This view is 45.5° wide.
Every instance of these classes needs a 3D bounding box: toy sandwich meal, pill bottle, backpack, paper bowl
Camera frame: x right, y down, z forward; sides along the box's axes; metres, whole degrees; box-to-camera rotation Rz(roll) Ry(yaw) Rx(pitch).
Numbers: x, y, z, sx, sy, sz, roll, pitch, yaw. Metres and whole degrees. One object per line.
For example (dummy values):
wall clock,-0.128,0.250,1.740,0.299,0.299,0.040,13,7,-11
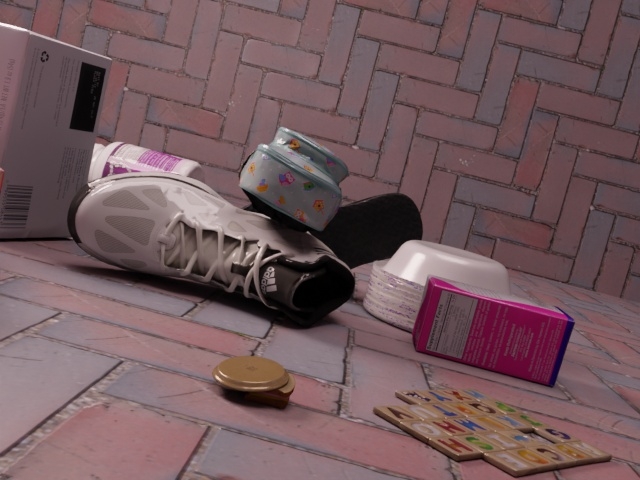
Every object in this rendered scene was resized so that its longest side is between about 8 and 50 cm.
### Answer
toy sandwich meal,-0.067,0.143,0.767,0.086,0.029,0.085,5,13,-1
pill bottle,-0.455,-0.148,1.886,0.302,0.169,0.169,15,6,11
backpack,-0.040,-0.090,1.182,0.166,0.144,0.188,32,9,-3
paper bowl,0.230,0.090,1.403,0.285,0.148,0.284,14,7,-2

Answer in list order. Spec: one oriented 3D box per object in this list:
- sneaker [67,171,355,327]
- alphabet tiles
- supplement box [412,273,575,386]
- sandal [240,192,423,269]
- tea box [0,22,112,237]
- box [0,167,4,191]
sneaker,-0.138,0.009,1.156,0.448,0.169,0.257,14,4,-30
alphabet tiles,0.178,0.206,0.846,0.237,0.009,0.198,10,8,-43
supplement box,0.265,0.137,1.201,0.220,0.113,0.111,16,7,2
sandal,0.002,0.002,1.467,0.446,0.167,0.107,-6,-5,-34
tea box,-0.574,-0.199,1.290,0.324,0.328,0.220,15,6,20
box,-0.497,-0.051,0.943,0.142,0.154,0.300,11,6,-32
